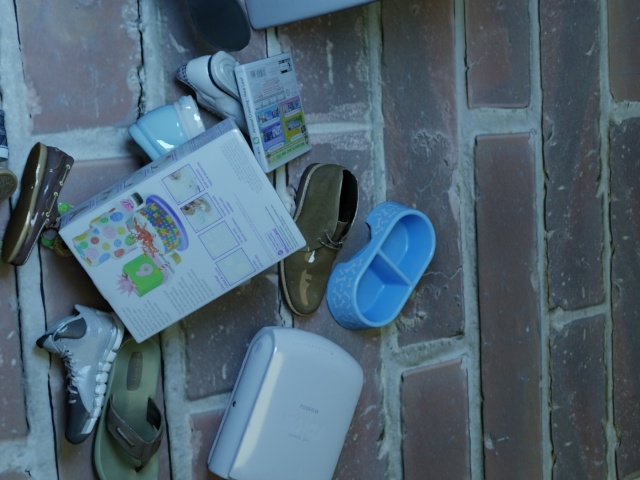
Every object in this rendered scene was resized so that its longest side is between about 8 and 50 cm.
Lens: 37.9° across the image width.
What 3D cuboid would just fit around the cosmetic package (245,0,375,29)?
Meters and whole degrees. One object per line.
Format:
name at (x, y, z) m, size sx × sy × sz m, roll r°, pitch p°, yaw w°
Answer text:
cosmetic package at (0.067, -0.586, 1.637) m, size 0.327 × 0.393 × 0.329 m, roll -24°, pitch 106°, yaw -32°

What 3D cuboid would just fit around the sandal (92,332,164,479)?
sandal at (-0.323, 0.311, 1.609) m, size 0.120 × 0.086 × 0.303 m, roll -1°, pitch 94°, yaw -36°

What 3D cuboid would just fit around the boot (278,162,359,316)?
boot at (0.000, 0.000, 1.805) m, size 0.112 × 0.115 × 0.305 m, roll 11°, pitch 88°, yaw -38°

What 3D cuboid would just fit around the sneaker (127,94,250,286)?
sneaker at (-0.232, -0.068, 1.646) m, size 0.150 × 0.135 × 0.366 m, roll -19°, pitch 112°, yaw -3°

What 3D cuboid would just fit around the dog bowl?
dog bowl at (0.134, 0.055, 1.930) m, size 0.166 × 0.074 × 0.297 m, roll 45°, pitch 69°, yaw -30°

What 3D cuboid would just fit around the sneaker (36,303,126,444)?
sneaker at (-0.418, 0.213, 1.545) m, size 0.132 × 0.086 × 0.229 m, roll 24°, pitch 69°, yaw -30°

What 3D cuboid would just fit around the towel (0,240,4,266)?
towel at (-0.555, 0.045, 1.440) m, size 0.148 × 0.027 × 0.110 m, roll -59°, pitch 145°, yaw -17°

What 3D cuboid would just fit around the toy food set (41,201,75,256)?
toy food set at (-0.428, -0.021, 1.549) m, size 0.082 × 0.020 × 0.083 m, roll 42°, pitch 70°, yaw -30°

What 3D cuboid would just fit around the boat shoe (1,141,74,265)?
boat shoe at (-0.447, -0.053, 1.491) m, size 0.073 × 0.073 × 0.207 m, roll 26°, pitch 71°, yaw -38°

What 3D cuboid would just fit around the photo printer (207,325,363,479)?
photo printer at (-0.055, 0.327, 1.791) m, size 0.256 × 0.107 × 0.307 m, roll 27°, pitch 78°, yaw -34°

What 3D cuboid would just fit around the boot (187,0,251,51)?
boot at (-0.183, -0.479, 1.603) m, size 0.263 × 0.091 × 0.229 m, roll 58°, pitch 24°, yaw -30°

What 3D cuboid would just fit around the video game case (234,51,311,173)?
video game case at (-0.083, -0.239, 1.718) m, size 0.212 × 0.023 × 0.193 m, roll -39°, pitch 119°, yaw -63°

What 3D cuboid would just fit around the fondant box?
fondant box at (-0.225, -0.017, 1.542) m, size 0.330 × 0.096 × 0.238 m, roll -31°, pitch 114°, yaw -2°

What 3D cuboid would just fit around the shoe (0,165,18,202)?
shoe at (-0.573, -0.055, 1.427) m, size 0.219 × 0.058 × 0.076 m, roll -31°, pitch 143°, yaw -26°

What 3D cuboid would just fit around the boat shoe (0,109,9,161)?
boat shoe at (-0.569, -0.163, 1.417) m, size 0.183 × 0.065 × 0.083 m, roll -1°, pitch 80°, yaw -34°

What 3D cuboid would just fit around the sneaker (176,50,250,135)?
sneaker at (-0.162, -0.255, 1.692) m, size 0.235 × 0.095 × 0.090 m, roll 48°, pitch 39°, yaw -49°
